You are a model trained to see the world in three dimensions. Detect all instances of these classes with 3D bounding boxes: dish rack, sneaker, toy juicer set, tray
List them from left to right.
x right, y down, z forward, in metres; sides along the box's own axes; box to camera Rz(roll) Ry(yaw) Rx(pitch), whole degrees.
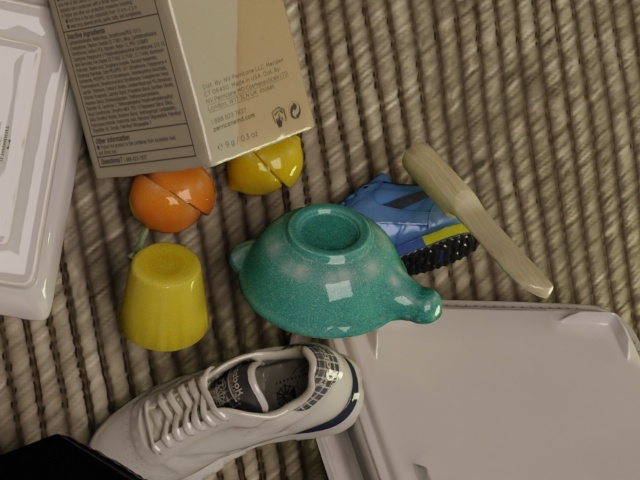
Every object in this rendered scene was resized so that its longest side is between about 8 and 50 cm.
[{"bbox_3d":[-0.253,-0.078,1.529,0.145,0.030,0.270,10,90,-23],"label":"tray"},{"bbox_3d":[-0.087,0.131,1.535,0.235,0.095,0.090,-22,71,14],"label":"sneaker"},{"bbox_3d":[0.000,0.000,1.568,0.329,0.209,0.089,-2,131,-9],"label":"toy juicer set"},{"bbox_3d":[0.029,-0.004,1.649,0.209,0.069,0.082,-16,68,-13],"label":"sneaker"},{"bbox_3d":[0.160,0.150,1.609,0.333,0.285,0.072,3,135,-25],"label":"dish rack"}]

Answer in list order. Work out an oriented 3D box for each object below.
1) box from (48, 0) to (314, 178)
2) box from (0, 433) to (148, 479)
[{"bbox_3d":[-0.126,-0.214,1.496,0.121,0.148,0.311,-24,105,-43],"label":"box"},{"bbox_3d":[-0.281,0.451,1.345,0.480,0.297,0.472,-22,102,-20],"label":"box"}]
